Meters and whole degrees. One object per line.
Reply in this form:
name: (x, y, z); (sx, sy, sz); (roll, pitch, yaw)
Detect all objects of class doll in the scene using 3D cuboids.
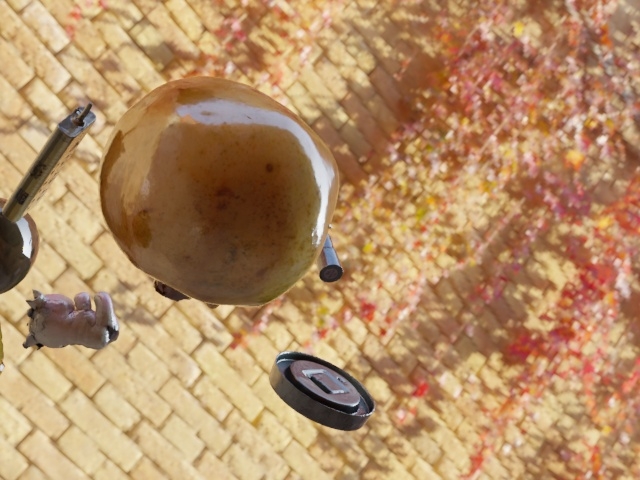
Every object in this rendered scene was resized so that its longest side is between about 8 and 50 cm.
doll: (-0.484, 0.163, 1.892); (0.192, 0.095, 0.149); (6, -45, -5)

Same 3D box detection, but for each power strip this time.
power strip: (-0.435, -0.133, 1.590); (0.034, 0.092, 0.268); (40, -57, -7)

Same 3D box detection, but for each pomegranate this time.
pomegranate: (-0.162, -0.065, 1.613); (0.417, 0.416, 0.416); (32, -27, 18)

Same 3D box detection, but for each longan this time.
longan: (-0.589, 0.011, 1.740); (0.189, 0.189, 0.189); (32, -27, 18)

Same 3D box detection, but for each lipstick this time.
lipstick: (0.000, 0.000, 2.203); (0.234, 0.053, 0.053); (-108, 174, -49)

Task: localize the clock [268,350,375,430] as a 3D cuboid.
clock: (0.002, 0.288, 1.878); (0.215, 0.042, 0.215); (25, 14, -7)

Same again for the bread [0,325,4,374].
bread: (-0.610, 0.124, 1.501); (0.312, 0.172, 0.312); (164, -90, -88)

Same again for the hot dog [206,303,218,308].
hot dog: (-0.246, 0.083, 2.111); (0.090, 0.060, 0.140); (56, -1, -39)
